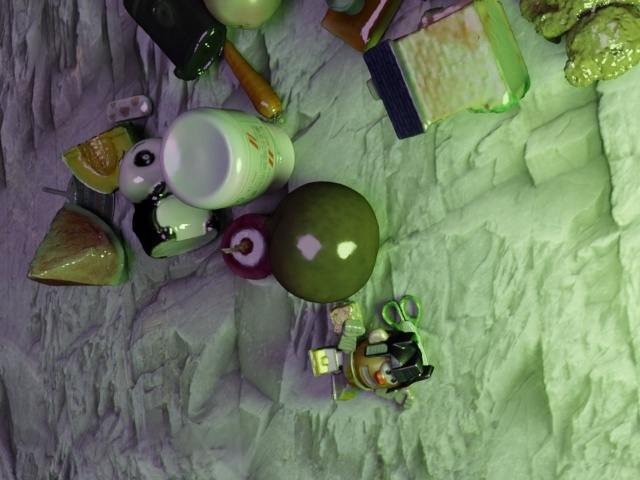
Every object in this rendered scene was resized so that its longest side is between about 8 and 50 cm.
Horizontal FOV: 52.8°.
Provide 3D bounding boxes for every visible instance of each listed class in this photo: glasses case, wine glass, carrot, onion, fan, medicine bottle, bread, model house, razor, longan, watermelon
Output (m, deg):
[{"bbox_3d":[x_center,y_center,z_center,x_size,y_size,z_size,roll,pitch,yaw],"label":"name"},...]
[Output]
[{"bbox_3d":[-0.565,-0.386,1.894,0.164,0.041,0.063,-4,95,27],"label":"glasses case"},{"bbox_3d":[0.030,-0.549,1.407,0.079,0.195,0.079,3,96,27],"label":"wine glass"},{"bbox_3d":[-0.192,-0.432,1.694,0.069,0.069,0.336,-42,74,24],"label":"carrot"},{"bbox_3d":[-0.173,0.016,1.692,0.177,0.153,0.177,2,78,-9],"label":"onion"},{"bbox_3d":[-0.753,-0.111,2.040,0.294,0.012,0.223,-20,89,27],"label":"fan"},{"bbox_3d":[-0.220,-0.205,1.600,0.241,0.302,0.241,4,99,26],"label":"medicine bottle"},{"bbox_3d":[0.148,-0.625,1.492,0.138,0.077,0.361,39,111,18],"label":"bread"},{"bbox_3d":[0.068,0.198,1.637,0.070,0.076,0.083,-14,89,15],"label":"bread"},{"bbox_3d":[0.254,-0.357,1.348,0.280,0.312,0.245,-20,103,31],"label":"model house"},{"bbox_3d":[-0.392,-0.604,1.739,0.204,0.113,0.349,-46,72,26],"label":"razor"},{"bbox_3d":[0.003,-0.001,1.537,0.297,0.297,0.297,3,98,26],"label":"longan"},{"bbox_3d":[-0.749,0.086,1.943,0.283,0.292,0.250,23,137,20],"label":"watermelon"}]

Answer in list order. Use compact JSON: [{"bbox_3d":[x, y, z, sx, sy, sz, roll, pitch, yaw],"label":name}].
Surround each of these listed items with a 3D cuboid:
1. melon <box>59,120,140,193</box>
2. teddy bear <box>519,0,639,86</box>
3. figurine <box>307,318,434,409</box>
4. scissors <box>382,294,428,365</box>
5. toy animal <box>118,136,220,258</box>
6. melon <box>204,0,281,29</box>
[{"bbox_3d":[-0.602,-0.242,1.895,0.265,0.129,0.169,-16,111,25],"label":"melon"},{"bbox_3d":[0.551,-0.442,1.275,0.267,0.156,0.256,-21,88,25],"label":"teddy bear"},{"bbox_3d":[0.128,0.297,1.562,0.308,0.308,0.143,-14,49,27],"label":"figurine"},{"bbox_3d":[0.227,0.238,1.586,0.101,0.027,0.204,-25,85,30],"label":"scissors"},{"bbox_3d":[-0.422,-0.125,1.752,0.251,0.251,0.310,-23,79,27],"label":"toy animal"},{"bbox_3d":[-0.187,-0.682,1.571,0.223,0.223,0.317,6,94,26],"label":"melon"}]
